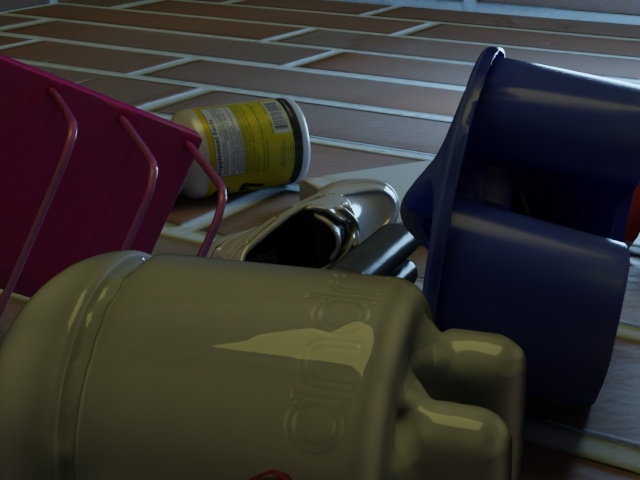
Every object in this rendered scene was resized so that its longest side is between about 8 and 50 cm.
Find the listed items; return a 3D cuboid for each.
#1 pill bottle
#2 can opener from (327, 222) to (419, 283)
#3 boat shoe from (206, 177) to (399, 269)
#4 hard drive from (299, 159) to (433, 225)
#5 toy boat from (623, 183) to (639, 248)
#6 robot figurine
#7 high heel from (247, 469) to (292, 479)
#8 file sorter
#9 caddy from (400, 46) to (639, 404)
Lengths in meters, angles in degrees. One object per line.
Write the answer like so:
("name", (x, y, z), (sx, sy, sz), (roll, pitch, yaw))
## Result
("pill bottle", (-0.129, -0.118, 1.439), (0.208, 0.119, 0.119), (-10, 22, -25))
("can opener", (0.006, 0.050, 1.041), (0.095, 0.076, 0.283), (9, 21, 22))
("boat shoe", (0.000, 0.000, 1.138), (0.258, 0.095, 0.084), (-30, 12, -35))
("hard drive", (0.154, -0.056, 1.380), (0.307, 0.040, 0.203), (-10, 22, -23))
("toy boat", (0.345, -0.035, 1.219), (0.151, 0.151, 0.231), (35, 29, 9))
("robot figurine", (-0.054, 0.111, 0.690), (0.353, 0.200, 0.300), (5, 27, 14))
("high heel", (-0.152, 0.221, 0.420), (0.377, 0.181, 0.127), (-19, 27, -41))
("file sorter", (-0.251, -0.027, 0.924), (0.291, 0.202, 0.182), (20, 13, -26))
("caddy", (0.150, -0.003, 0.868), (0.179, 0.241, 0.341), (12, -14, 14))
